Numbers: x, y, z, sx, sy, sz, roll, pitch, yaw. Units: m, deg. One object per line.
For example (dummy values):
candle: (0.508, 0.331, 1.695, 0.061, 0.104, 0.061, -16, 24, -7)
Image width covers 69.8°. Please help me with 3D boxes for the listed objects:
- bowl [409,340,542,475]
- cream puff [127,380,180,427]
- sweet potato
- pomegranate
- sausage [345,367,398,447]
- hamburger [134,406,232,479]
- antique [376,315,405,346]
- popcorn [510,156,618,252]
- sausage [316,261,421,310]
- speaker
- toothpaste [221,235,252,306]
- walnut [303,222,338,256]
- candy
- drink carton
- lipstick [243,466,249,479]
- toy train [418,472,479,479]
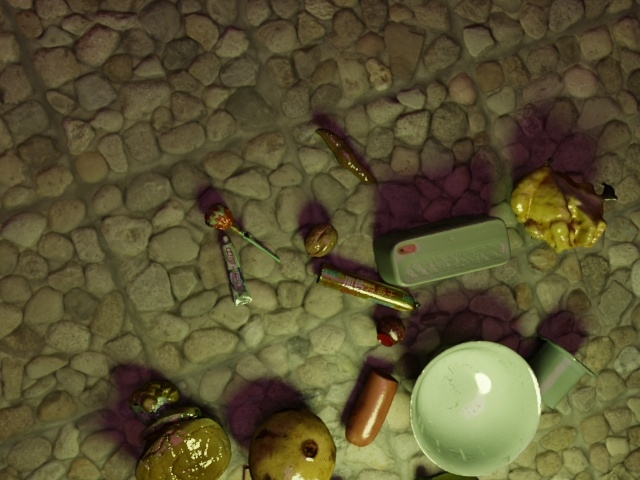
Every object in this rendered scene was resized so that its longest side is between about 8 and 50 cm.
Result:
bowl: (0.474, 0.518, 1.517, 0.435, 0.196, 0.435, 0, 93, -8)
cream puff: (-0.515, 0.504, 1.437, 0.121, 0.156, 0.156, 36, 87, 35)
sweet potato: (0.088, -0.270, 1.501, 0.274, 0.067, 0.067, 44, 87, -13)
pomegranate: (-0.086, 0.664, 1.420, 0.281, 0.281, 0.281, 0, 93, -7)
sausage: (0.168, 0.564, 1.526, 0.113, 0.113, 0.259, 24, 89, -8)
hamburger: (-0.419, 0.660, 1.406, 0.265, 0.134, 0.285, -38, 125, 0)
antique: (0.234, 0.298, 1.527, 0.104, 0.104, 0.104, 0, 93, -7)
popcorn: (0.780, -0.104, 1.518, 0.316, 0.281, 0.297, 42, 47, 19)
sausage: (0.166, 0.166, 1.522, 0.371, 0.082, 0.082, 19, 90, -8)
speaker: (0.394, 0.031, 1.490, 0.406, 0.184, 0.183, -13, 95, -7)
toothpaste: (-0.278, 0.096, 1.482, 0.060, 0.038, 0.233, -15, 96, -7)
walnut: (0.000, 0.000, 1.483, 0.105, 0.105, 0.124, 35, 93, -8)
candy: (-0.246, -0.012, 1.472, 0.288, 0.078, 0.084, 39, 80, -15)
drink carton: (0.786, 0.453, 1.567, 0.185, 0.191, 0.189, 43, 93, -9)
lipstick: (-0.247, 0.803, 1.527, 0.019, 0.019, 0.094, 4, 91, -7)
toy train: (0.444, 0.986, 1.561, 0.253, 0.160, 0.397, -11, 94, -14)
